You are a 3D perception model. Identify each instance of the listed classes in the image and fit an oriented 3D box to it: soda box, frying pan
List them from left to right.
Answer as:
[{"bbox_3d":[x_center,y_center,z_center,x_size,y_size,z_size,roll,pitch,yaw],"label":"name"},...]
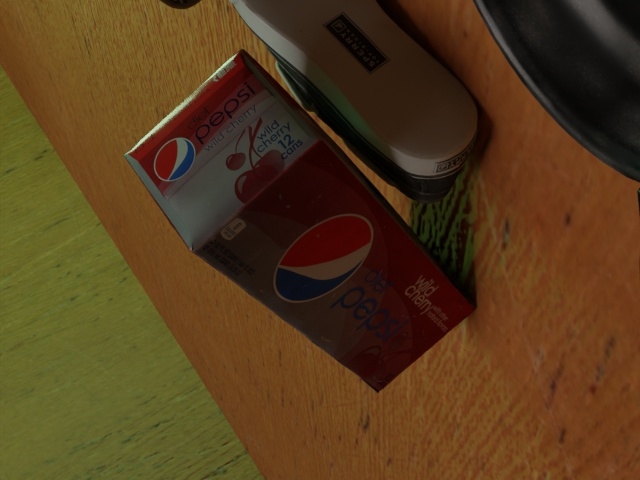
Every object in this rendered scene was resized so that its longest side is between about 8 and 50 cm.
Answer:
[{"bbox_3d":[0.000,0.000,0.709,0.083,0.092,0.263,51,-176,33],"label":"soda box"},{"bbox_3d":[0.135,-0.050,0.421,0.326,0.053,0.197,61,165,-8],"label":"frying pan"}]

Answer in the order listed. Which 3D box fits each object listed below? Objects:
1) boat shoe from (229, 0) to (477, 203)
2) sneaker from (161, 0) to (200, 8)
[{"bbox_3d":[0.004,-0.111,0.685,0.219,0.078,0.070,54,162,19],"label":"boat shoe"},{"bbox_3d":[-0.137,-0.275,0.893,0.192,0.064,0.086,69,172,-28],"label":"sneaker"}]
